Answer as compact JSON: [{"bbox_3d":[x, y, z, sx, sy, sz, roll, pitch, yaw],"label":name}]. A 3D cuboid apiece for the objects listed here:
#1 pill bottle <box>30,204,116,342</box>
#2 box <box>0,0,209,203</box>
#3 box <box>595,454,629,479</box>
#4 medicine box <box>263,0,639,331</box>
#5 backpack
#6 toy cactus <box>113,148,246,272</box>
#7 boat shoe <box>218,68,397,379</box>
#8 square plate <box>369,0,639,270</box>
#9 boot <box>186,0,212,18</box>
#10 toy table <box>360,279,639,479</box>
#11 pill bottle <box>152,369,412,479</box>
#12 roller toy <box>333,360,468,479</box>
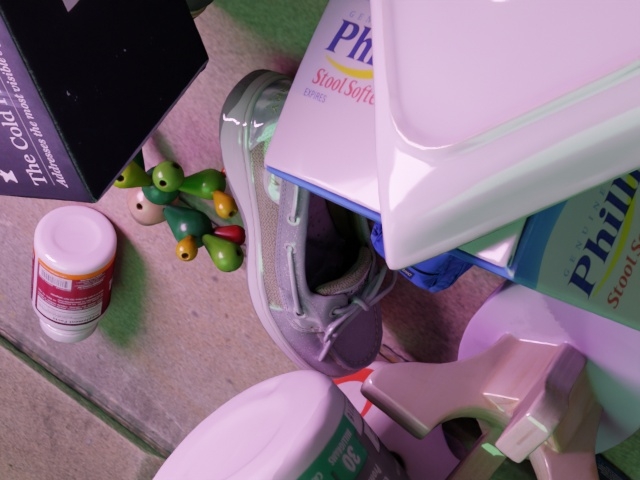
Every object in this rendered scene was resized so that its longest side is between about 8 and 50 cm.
[{"bbox_3d":[-0.260,0.039,1.990,0.086,0.086,0.152,31,144,12],"label":"pill bottle"},{"bbox_3d":[-0.299,-0.215,1.355,0.312,0.179,0.343,5,134,32],"label":"box"},{"bbox_3d":[0.255,0.303,1.840,0.159,0.044,0.233,39,145,0],"label":"box"},{"bbox_3d":[0.159,-0.042,1.293,0.289,0.149,0.263,20,-177,-41],"label":"medicine box"},{"bbox_3d":[0.093,-0.013,1.600,0.098,0.101,0.120,44,149,5],"label":"backpack"},{"bbox_3d":[-0.150,-0.058,1.795,0.219,0.112,0.180,39,164,-2],"label":"toy cactus"},{"bbox_3d":[0.001,-0.002,1.683,0.103,0.118,0.320,15,131,38],"label":"boat shoe"},{"bbox_3d":[0.146,-0.195,1.116,0.344,0.347,0.049,-25,147,38],"label":"square plate"},{"bbox_3d":[-0.141,-0.278,1.557,0.198,0.077,0.137,37,143,-19],"label":"boot"},{"bbox_3d":[0.176,0.149,1.647,0.252,0.161,0.274,31,145,12],"label":"toy table"},{"bbox_3d":[0.029,0.305,1.644,0.204,0.204,0.361,-15,118,50],"label":"pill bottle"},{"bbox_3d":[0.040,0.227,1.823,0.191,0.209,0.146,-20,115,45],"label":"roller toy"}]
